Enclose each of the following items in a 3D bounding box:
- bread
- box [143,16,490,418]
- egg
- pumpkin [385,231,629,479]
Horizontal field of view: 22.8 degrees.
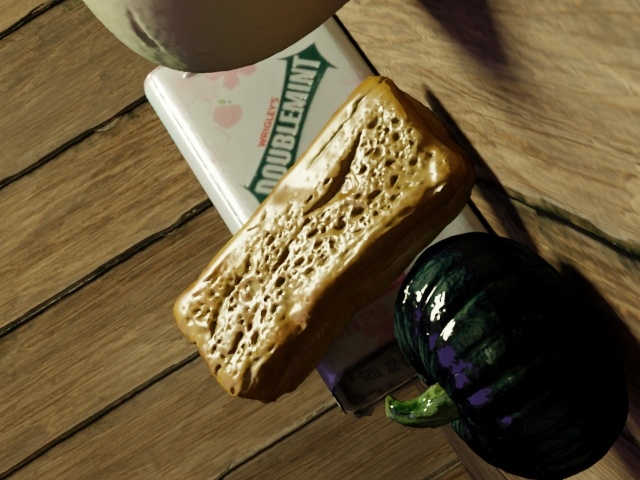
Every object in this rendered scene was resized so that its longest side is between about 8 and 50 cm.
[{"bbox_3d":[-0.001,0.000,1.248,0.077,0.271,0.139,12,-147,-55],"label":"bread"},{"bbox_3d":[0.010,-0.038,1.393,0.370,0.190,0.112,58,179,26],"label":"box"},{"bbox_3d":[-0.078,-0.194,1.013,0.271,0.206,0.162,35,136,58],"label":"egg"},{"bbox_3d":[0.134,0.082,1.121,0.194,0.150,0.194,23,167,6],"label":"pumpkin"}]
